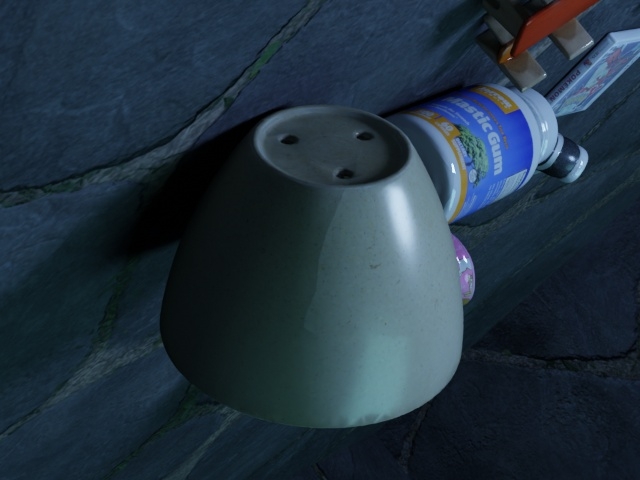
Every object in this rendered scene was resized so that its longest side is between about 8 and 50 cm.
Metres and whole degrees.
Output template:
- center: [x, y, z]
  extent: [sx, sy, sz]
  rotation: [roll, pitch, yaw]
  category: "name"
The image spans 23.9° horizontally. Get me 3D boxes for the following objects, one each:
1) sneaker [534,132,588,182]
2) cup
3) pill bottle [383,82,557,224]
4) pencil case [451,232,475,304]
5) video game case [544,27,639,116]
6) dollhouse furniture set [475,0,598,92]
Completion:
- center: [0.312, -0.156, 2.305]
  extent: [0.079, 0.121, 0.217]
  rotation: [-60, -159, -1]
  category: "sneaker"
- center: [0.000, 0.000, 1.580]
  extent: [0.331, 0.331, 0.237]
  rotation: [-28, 137, -38]
  category: "cup"
- center: [0.185, -0.115, 1.921]
  extent: [0.272, 0.152, 0.152]
  rotation: [-25, 161, -45]
  category: "pill bottle"
- center: [0.068, 0.110, 2.351]
  extent: [0.386, 0.160, 0.167]
  rotation: [-32, 165, -28]
  category: "pencil case"
- center: [0.432, -0.261, 2.366]
  extent: [0.183, 0.023, 0.201]
  rotation: [-47, 164, 30]
  category: "video game case"
- center: [0.320, -0.294, 1.720]
  extent: [0.259, 0.135, 0.262]
  rotation: [-35, 166, -14]
  category: "dollhouse furniture set"
